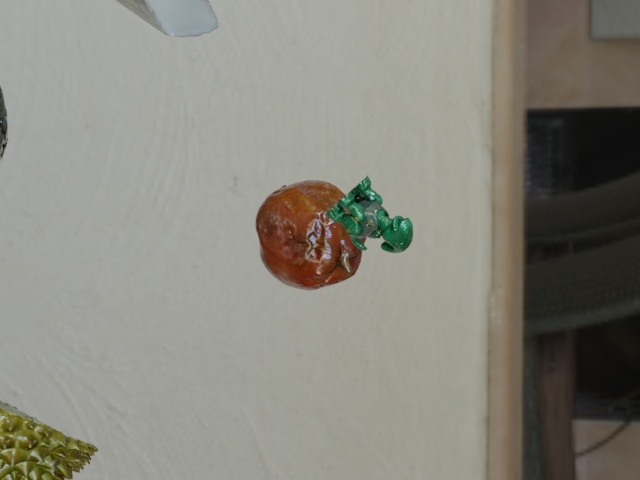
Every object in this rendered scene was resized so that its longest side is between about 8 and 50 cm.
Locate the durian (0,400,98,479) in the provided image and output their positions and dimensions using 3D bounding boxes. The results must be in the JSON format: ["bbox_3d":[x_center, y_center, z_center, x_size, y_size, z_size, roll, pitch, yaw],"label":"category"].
[{"bbox_3d":[-0.426,0.232,1.390,0.166,0.306,0.172,-85,-159,-55],"label":"durian"}]

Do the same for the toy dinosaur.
[{"bbox_3d":[0.060,-0.018,1.304,0.059,0.096,0.132,-42,178,-24],"label":"toy dinosaur"}]

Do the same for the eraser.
[{"bbox_3d":[-0.314,-0.429,1.575,0.082,0.397,0.213,-39,137,-13],"label":"eraser"}]

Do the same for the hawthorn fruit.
[{"bbox_3d":[-0.008,-0.008,1.665,0.174,0.179,0.173,10,75,-40],"label":"hawthorn fruit"}]

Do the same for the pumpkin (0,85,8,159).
[{"bbox_3d":[-0.474,-0.148,1.296,0.233,0.163,0.233,50,31,-46],"label":"pumpkin"}]
